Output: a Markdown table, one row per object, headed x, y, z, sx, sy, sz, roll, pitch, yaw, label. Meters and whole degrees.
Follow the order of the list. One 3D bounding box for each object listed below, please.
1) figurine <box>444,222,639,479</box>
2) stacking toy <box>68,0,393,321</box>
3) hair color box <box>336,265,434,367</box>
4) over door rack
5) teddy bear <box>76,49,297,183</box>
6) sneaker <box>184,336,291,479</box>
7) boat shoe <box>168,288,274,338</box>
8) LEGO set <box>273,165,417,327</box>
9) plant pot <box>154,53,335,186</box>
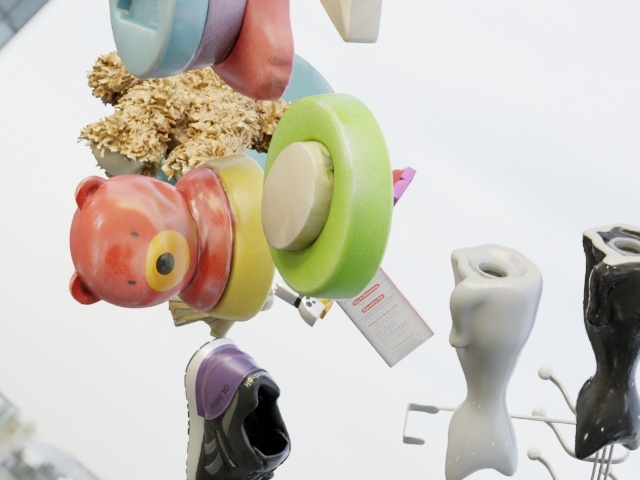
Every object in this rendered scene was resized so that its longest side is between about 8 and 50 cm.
| x | y | z | sx | sy | sz | roll | pitch | yaw | label |
| --- | --- | --- | --- | --- | --- | --- | --- | --- | --- |
| 0.198 | 0.107 | 1.355 | 0.092 | 0.215 | 0.209 | -137 | -136 | -59 | figurine |
| -0.075 | -0.090 | 1.027 | 0.130 | 0.309 | 0.279 | -1 | 3 | -27 | stacking toy |
| 0.068 | 0.078 | 1.912 | 0.141 | 0.072 | 0.043 | 51 | 5 | -14 | hair color box |
| 0.268 | 0.282 | 2.194 | 0.324 | 0.108 | 0.239 | -4 | -39 | 0 | over door rack |
| -0.124 | -0.143 | 1.637 | 0.245 | 0.338 | 0.113 | 19 | -61 | 23 | teddy bear |
| -0.094 | 0.264 | 1.926 | 0.124 | 0.107 | 0.283 | 30 | -42 | 40 | sneaker |
| -0.127 | 0.092 | 2.037 | 0.190 | 0.068 | 0.072 | -1 | -87 | 50 | boat shoe |
| 0.000 | 0.000 | 1.637 | 0.093 | 0.227 | 0.087 | 31 | -37 | 5 | LEGO set |
| -0.126 | -0.094 | 2.115 | 0.293 | 0.235 | 0.293 | 6 | -57 | 10 | plant pot |
